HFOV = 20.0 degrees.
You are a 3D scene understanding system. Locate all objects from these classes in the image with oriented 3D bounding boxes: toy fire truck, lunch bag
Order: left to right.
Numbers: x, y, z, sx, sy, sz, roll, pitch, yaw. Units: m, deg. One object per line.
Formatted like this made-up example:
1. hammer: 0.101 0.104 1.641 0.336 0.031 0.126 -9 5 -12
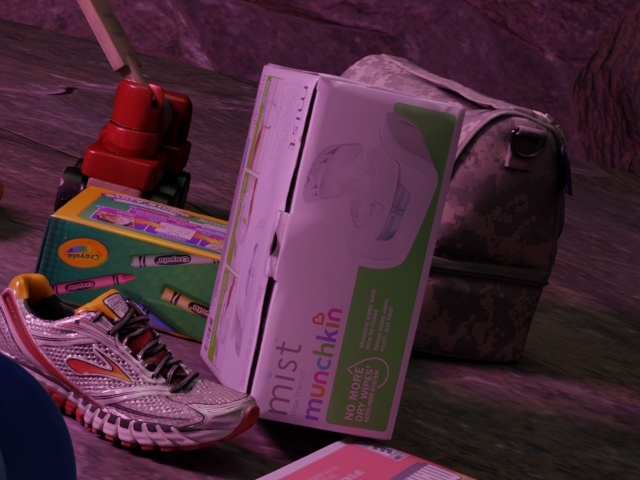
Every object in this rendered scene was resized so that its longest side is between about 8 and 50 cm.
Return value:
1. toy fire truck: -0.209 -0.145 1.962 0.158 0.246 0.217 15 12 1
2. lunch bag: 0.104 -0.042 1.840 0.213 0.256 0.305 7 14 -31

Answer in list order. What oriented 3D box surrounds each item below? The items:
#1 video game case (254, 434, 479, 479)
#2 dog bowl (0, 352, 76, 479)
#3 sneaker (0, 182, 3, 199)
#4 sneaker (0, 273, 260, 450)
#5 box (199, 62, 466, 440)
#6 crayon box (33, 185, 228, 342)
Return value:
1. video game case: 0.109 0.208 1.240 0.285 0.025 0.204 19 12 21
2. dog bowl: -0.269 0.098 0.899 0.297 0.166 0.074 26 -7 -23
3. sneaker: -0.443 -0.103 1.820 0.290 0.106 0.123 37 12 16
4. sneaker: -0.148 0.089 1.315 0.225 0.092 0.088 19 12 17
5. box: 0.000 0.000 1.441 0.127 0.262 0.231 12 4 -14
6. crayon box: -0.108 0.032 1.660 0.278 0.081 0.165 15 11 2
